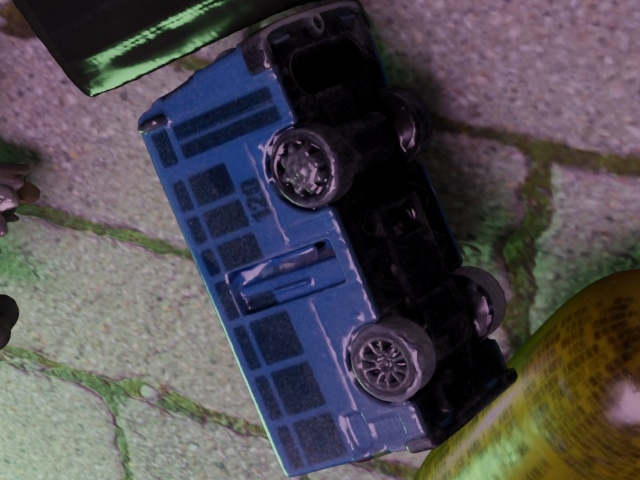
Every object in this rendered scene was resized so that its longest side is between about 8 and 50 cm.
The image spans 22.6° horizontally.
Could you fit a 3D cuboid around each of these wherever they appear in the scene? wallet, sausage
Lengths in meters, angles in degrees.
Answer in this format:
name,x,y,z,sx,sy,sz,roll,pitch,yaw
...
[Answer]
name,x,y,z,sx,sy,sz,roll,pitch,yaw
wallet,-0.105,-0.173,0.890,0.245,0.052,0.168,-16,117,44
sausage,0.148,0.125,0.961,0.123,0.123,0.347,33,139,0

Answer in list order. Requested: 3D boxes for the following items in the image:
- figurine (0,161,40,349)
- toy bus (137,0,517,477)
name,x,y,z,sx,sy,sz,roll,pitch,yaw
figurine,-0.305,-0.073,1.042,0.207,0.166,0.387,-14,127,0
toy bus,0.000,0.000,0.878,0.134,0.116,0.234,-20,95,36
